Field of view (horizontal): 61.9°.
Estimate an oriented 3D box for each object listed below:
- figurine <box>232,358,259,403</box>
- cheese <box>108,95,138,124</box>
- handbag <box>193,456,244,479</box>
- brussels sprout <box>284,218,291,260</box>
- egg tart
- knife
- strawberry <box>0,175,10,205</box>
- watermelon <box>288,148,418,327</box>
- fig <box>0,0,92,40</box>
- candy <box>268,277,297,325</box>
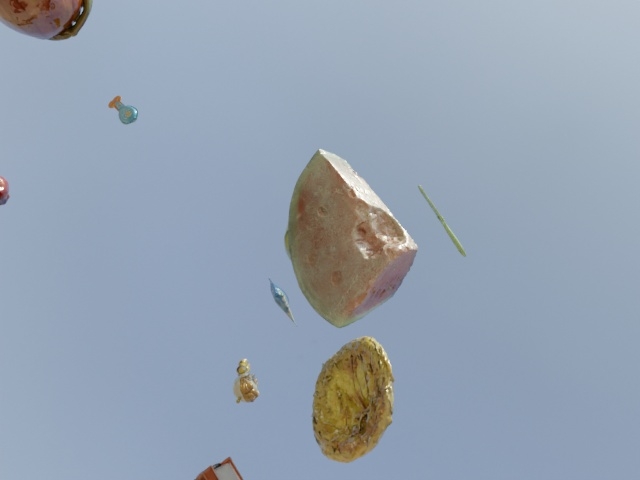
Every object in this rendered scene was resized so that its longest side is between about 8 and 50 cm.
[{"bbox_3d":[-0.206,0.377,1.450,0.068,0.101,0.143,-22,-130,1],"label":"figurine"},{"bbox_3d":[-0.461,-0.305,1.250,0.047,0.017,0.111,-44,-119,-8],"label":"cheese"},{"bbox_3d":[-0.142,0.447,0.816,0.127,0.063,0.190,-48,-112,21],"label":"handbag"},{"bbox_3d":[0.000,0.003,1.185,0.162,0.143,0.180,0,-119,-3],"label":"brussels sprout"},{"bbox_3d":[0.075,0.306,1.024,0.099,0.252,0.231,27,-78,-26],"label":"egg tart"},{"bbox_3d":[0.296,-0.047,1.299,0.014,0.030,0.207,-34,-93,4],"label":"knife"},{"bbox_3d":[-0.642,-0.073,0.859,0.205,0.245,0.205,177,-90,-65],"label":"strawberry"},{"bbox_3d":[0.068,-0.009,0.965,0.226,0.148,0.317,-10,-96,43],"label":"watermelon"},{"bbox_3d":[-0.561,-0.489,1.057,0.206,0.205,0.205,5,-78,24],"label":"fig"},{"bbox_3d":[-0.104,0.170,1.481,0.038,0.088,0.136,-32,-68,-9],"label":"candy"}]
